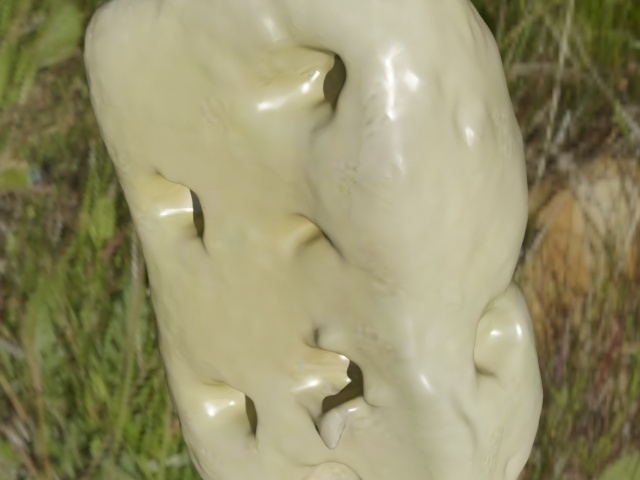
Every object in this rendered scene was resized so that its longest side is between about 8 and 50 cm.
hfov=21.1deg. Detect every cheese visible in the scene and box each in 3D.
[{"bbox_3d":[-0.001,0.001,0.671,0.159,0.263,0.093,7,33,27],"label":"cheese"}]
